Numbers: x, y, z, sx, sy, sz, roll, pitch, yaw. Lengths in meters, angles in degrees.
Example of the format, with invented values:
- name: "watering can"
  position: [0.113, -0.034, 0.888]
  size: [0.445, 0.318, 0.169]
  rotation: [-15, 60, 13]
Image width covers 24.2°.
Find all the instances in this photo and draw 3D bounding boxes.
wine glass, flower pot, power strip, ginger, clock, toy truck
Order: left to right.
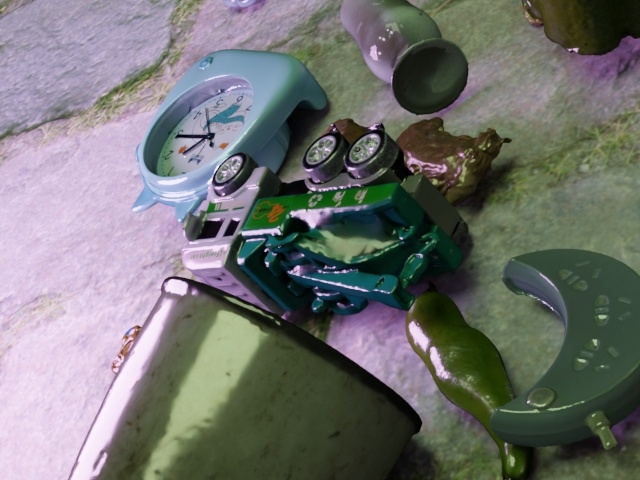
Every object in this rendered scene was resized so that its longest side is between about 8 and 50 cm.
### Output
- name: "flower pot"
  position: [-0.105, 0.243, 1.449]
  size: [0.293, 0.293, 0.330]
  rotation: [18, 73, 48]
- name: "clock"
  position: [-0.137, -0.130, 1.988]
  size: [0.223, 0.094, 0.274]
  rotation: [14, 64, 47]
- name: "toy truck"
  position: [0.002, -0.006, 1.664]
  size: [0.363, 0.176, 0.178]
  rotation: [-1, 51, 48]
- name: "ginger"
  position: [0.089, -0.105, 1.772]
  size: [0.290, 0.084, 0.122]
  rotation: [11, 67, 47]
- name: "wine glass"
  position: [0.100, -0.253, 1.896]
  size: [0.103, 0.103, 0.231]
  rotation: [-36, 34, 6]
- name: "power strip"
  position: [0.245, 0.104, 1.426]
  size: [0.167, 0.054, 0.253]
  rotation: [-11, 40, 17]

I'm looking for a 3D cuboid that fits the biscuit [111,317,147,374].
- name: "biscuit"
  position: [-0.208, 0.157, 1.815]
  size: [0.124, 0.026, 0.175]
  rotation: [-32, 38, 10]

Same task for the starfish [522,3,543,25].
- name: "starfish"
  position: [0.318, -0.356, 1.852]
  size: [0.209, 0.053, 0.150]
  rotation: [-47, 47, -12]

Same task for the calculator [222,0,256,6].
- name: "calculator"
  position: [-0.036, -0.466, 2.272]
  size: [0.302, 0.042, 0.188]
  rotation: [-46, 38, -12]

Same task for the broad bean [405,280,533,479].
- name: "broad bean"
  position: [0.144, 0.150, 1.497]
  size: [0.098, 0.056, 0.318]
  rotation: [-28, 41, 15]

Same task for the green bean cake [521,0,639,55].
- name: "green bean cake"
  position: [0.346, -0.394, 1.716]
  size: [0.335, 0.218, 0.319]
  rotation: [-26, 52, 8]
